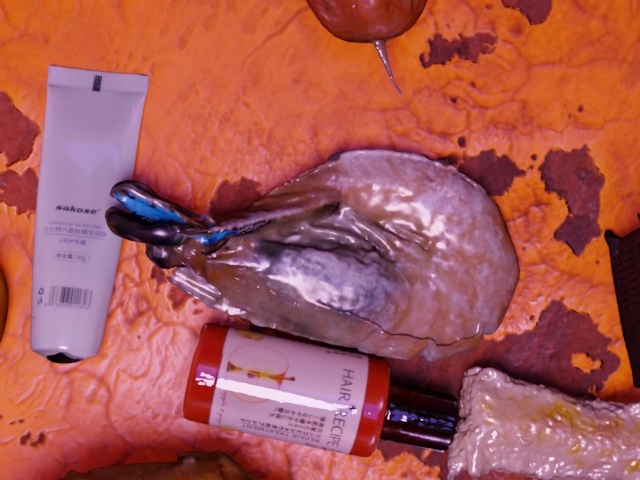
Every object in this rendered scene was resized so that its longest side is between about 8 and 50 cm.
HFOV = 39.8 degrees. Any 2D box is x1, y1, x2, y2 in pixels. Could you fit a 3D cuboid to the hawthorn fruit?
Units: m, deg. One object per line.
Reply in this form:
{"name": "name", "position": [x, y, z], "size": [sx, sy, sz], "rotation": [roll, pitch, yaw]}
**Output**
{"name": "hawthorn fruit", "position": [0.043, -0.270, 0.939], "size": [0.149, 0.149, 0.189], "rotation": [8, 122, -2]}

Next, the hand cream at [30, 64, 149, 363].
{"name": "hand cream", "position": [-0.255, -0.030, 0.943], "size": [0.109, 0.067, 0.321], "rotation": [5, 82, -3]}

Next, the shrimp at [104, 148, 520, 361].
{"name": "shrimp", "position": [0.000, 0.000, 0.925], "size": [0.445, 0.110, 0.221], "rotation": [9, 84, -10]}

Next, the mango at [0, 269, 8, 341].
{"name": "mango", "position": [-0.361, 0.073, 0.918], "size": [0.063, 0.077, 0.127], "rotation": [4, 93, 0]}

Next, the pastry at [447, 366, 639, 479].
{"name": "pastry", "position": [0.264, 0.203, 0.935], "size": [0.258, 0.089, 0.122], "rotation": [7, 91, -4]}

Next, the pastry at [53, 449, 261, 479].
{"name": "pastry", "position": [-0.156, 0.385, 0.791], "size": [0.409, 0.245, 0.410], "rotation": [13, 49, -15]}

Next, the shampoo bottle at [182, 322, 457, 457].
{"name": "shampoo bottle", "position": [0.004, 0.163, 0.917], "size": [0.278, 0.104, 0.105], "rotation": [12, 86, -2]}

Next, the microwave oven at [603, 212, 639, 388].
{"name": "microwave oven", "position": [0.441, 0.053, 0.908], "size": [0.247, 0.188, 0.178], "rotation": [-7, 82, 1]}
